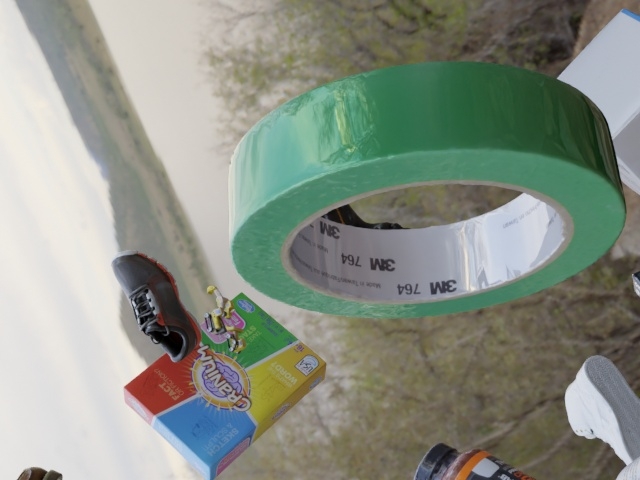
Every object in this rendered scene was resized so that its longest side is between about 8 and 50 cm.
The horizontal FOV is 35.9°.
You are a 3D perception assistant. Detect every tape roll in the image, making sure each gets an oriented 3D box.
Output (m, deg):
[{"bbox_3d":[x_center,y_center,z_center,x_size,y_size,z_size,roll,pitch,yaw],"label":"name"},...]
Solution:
[{"bbox_3d":[0.084,-0.026,0.821,0.321,0.321,0.077,79,-173,-64],"label":"tape roll"}]

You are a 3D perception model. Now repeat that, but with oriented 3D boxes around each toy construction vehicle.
[{"bbox_3d":[-0.152,0.128,1.606,0.086,0.035,0.098,34,-142,-58],"label":"toy construction vehicle"}]

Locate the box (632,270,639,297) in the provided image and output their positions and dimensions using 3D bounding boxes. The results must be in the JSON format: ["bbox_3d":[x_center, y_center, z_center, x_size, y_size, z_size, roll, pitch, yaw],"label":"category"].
[{"bbox_3d":[0.734,0.112,1.902,0.220,0.175,0.051,-114,2,-52],"label":"box"}]

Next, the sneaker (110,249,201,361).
[{"bbox_3d":[-0.202,0.082,1.205,0.158,0.061,0.065,53,-156,-16],"label":"sneaker"}]

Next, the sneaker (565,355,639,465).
[{"bbox_3d":[0.628,0.404,2.094,0.169,0.108,0.293,104,146,-56],"label":"sneaker"}]

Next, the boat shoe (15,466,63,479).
[{"bbox_3d":[-0.396,0.374,1.069,0.104,0.307,0.111,27,161,5],"label":"boat shoe"}]

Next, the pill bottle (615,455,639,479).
[{"bbox_3d":[0.516,0.358,1.385,0.283,0.160,0.160,-56,51,43],"label":"pill bottle"}]

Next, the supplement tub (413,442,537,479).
[{"bbox_3d":[0.207,0.314,1.160,0.198,0.106,0.106,26,150,32],"label":"supplement tub"}]

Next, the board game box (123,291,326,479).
[{"bbox_3d":[-0.181,0.275,1.909,0.242,0.316,0.064,37,147,21],"label":"board game box"}]

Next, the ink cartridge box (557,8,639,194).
[{"bbox_3d":[0.464,-0.164,1.362,0.232,0.168,0.171,36,-168,-35],"label":"ink cartridge box"}]

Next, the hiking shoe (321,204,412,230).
[{"bbox_3d":[0.000,0.000,1.324,0.304,0.113,0.132,34,136,-2],"label":"hiking shoe"}]
